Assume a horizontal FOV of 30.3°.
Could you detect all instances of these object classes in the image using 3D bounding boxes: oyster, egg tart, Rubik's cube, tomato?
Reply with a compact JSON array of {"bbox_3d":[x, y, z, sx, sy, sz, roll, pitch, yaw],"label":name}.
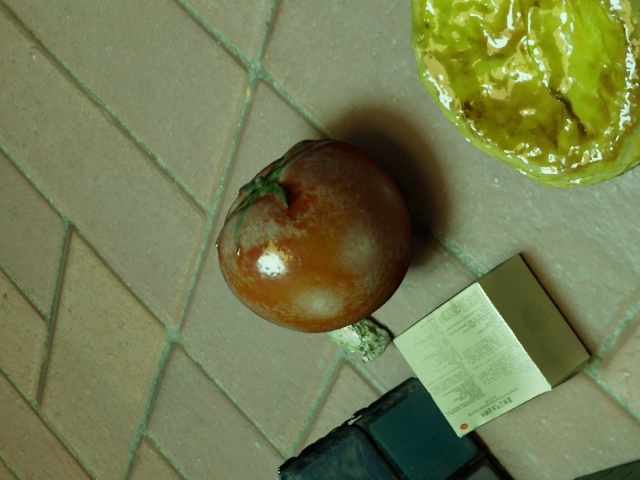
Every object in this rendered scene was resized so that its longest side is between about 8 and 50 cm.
[{"bbox_3d":[0.026,0.112,1.803,0.200,0.061,0.106,51,159,17],"label":"oyster"},{"bbox_3d":[0.248,-0.222,1.265,0.341,0.132,0.341,26,130,35],"label":"egg tart"},{"bbox_3d":[0.082,0.444,1.717,0.318,0.316,0.313,51,141,14],"label":"Rubik's cube"},{"bbox_3d":[0.000,0.000,1.585,0.265,0.265,0.265,27,131,36],"label":"tomato"}]

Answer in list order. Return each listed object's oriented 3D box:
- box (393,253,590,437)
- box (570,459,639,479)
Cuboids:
[{"bbox_3d":[0.221,0.143,1.552,0.168,0.095,0.212,57,143,7],"label":"box"},{"bbox_3d":[0.380,0.380,1.414,0.190,0.225,0.297,58,143,5],"label":"box"}]
